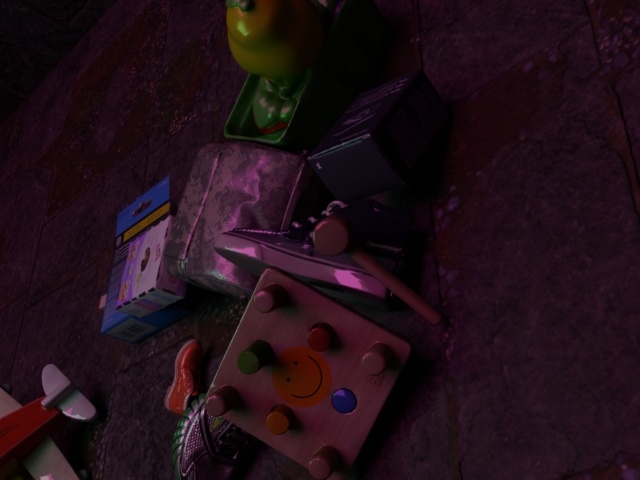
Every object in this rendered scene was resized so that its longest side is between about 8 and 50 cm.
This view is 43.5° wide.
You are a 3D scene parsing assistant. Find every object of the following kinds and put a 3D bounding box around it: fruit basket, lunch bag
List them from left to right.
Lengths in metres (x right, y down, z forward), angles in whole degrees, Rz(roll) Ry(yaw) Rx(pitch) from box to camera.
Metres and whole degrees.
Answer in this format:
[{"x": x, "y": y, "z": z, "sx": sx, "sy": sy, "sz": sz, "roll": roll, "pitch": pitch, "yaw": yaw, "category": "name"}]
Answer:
[{"x": -0.133, "y": -0.027, "z": 1.532, "sx": 0.256, "sy": 0.212, "sz": 0.305, "roll": 6, "pitch": 74, "yaw": 54, "category": "lunch bag"}, {"x": -0.070, "y": -0.363, "z": 1.534, "sx": 0.283, "sy": 0.392, "sz": 0.392, "roll": 17, "pitch": 82, "yaw": 54, "category": "fruit basket"}]

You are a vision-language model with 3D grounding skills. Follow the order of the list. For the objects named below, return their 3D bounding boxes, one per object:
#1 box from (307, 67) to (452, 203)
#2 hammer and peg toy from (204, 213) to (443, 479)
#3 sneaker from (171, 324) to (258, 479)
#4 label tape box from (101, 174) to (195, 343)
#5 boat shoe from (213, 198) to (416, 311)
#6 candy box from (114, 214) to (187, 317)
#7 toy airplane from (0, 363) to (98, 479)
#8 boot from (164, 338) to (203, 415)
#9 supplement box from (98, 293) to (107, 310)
[{"x": 0.102, "y": -0.175, "z": 1.353, "sx": 0.153, "sy": 0.108, "sz": 0.207, "roll": -14, "pitch": 31, "yaw": 47, "category": "box"}, {"x": 0.004, "y": 0.159, "z": 1.198, "sx": 0.266, "sy": 0.127, "sz": 0.361, "roll": 29, "pitch": 103, "yaw": 12, "category": "hammer and peg toy"}, {"x": -0.145, "y": 0.305, "z": 1.408, "sx": 0.146, "sy": 0.134, "sz": 0.344, "roll": 23, "pitch": 87, "yaw": 54, "category": "sneaker"}, {"x": -0.398, "y": 0.047, "z": 1.910, "sx": 0.240, "sy": 0.106, "sz": 0.334, "roll": -29, "pitch": 48, "yaw": 38, "category": "label tape box"}, {"x": 0.000, "y": 0.000, "z": 1.340, "sx": 0.340, "sy": 0.127, "sz": 0.158, "roll": 16, "pitch": 72, "yaw": 15, "category": "boat shoe"}, {"x": -0.343, "y": 0.058, "z": 1.670, "sx": 0.196, "sy": 0.070, "sz": 0.165, "roll": -25, "pitch": 50, "yaw": 49, "category": "candy box"}, {"x": -0.706, "y": 0.481, "z": 1.882, "sx": 0.386, "sy": 0.384, "sz": 0.272, "roll": -95, "pitch": 14, "yaw": -48, "category": "toy airplane"}, {"x": -0.262, "y": 0.283, "z": 1.640, "sx": 0.084, "sy": 0.059, "sz": 0.158, "roll": 12, "pitch": 87, "yaw": 51, "category": "boot"}, {"x": -0.504, "y": 0.154, "z": 2.014, "sx": 0.098, "sy": 0.062, "sz": 0.036, "roll": -25, "pitch": 49, "yaw": 42, "category": "supplement box"}]
